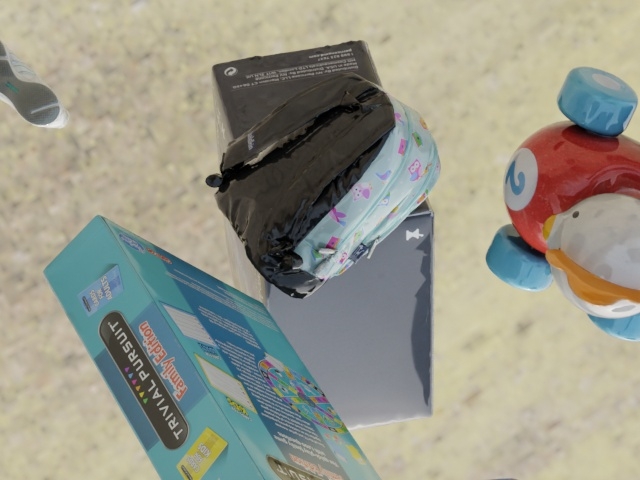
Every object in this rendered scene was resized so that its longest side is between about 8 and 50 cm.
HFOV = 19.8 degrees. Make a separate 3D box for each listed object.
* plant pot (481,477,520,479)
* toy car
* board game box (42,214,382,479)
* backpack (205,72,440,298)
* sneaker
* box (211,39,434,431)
[{"bbox_3d":[0.039,0.312,1.109,0.236,0.236,0.212,-10,133,0],"label":"plant pot"},{"bbox_3d":[0.250,-0.007,1.669,0.219,0.210,0.238,-68,170,26],"label":"toy car"},{"bbox_3d":[-0.071,0.151,1.570,0.079,0.336,0.254,-44,142,11],"label":"board game box"},{"bbox_3d":[0.010,-0.053,1.565,0.182,0.152,0.115,-44,142,11],"label":"backpack"},{"bbox_3d":[-0.334,-0.170,1.997,0.053,0.152,0.061,-47,164,2],"label":"sneaker"},{"bbox_3d":[0.000,0.000,1.916,0.183,0.294,0.296,-10,132,-8],"label":"box"}]
